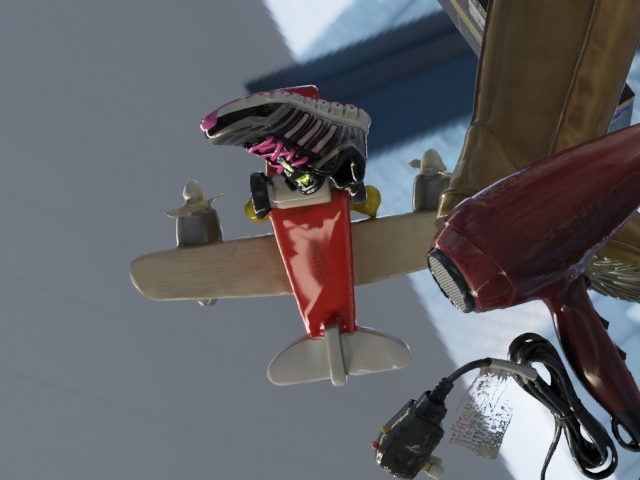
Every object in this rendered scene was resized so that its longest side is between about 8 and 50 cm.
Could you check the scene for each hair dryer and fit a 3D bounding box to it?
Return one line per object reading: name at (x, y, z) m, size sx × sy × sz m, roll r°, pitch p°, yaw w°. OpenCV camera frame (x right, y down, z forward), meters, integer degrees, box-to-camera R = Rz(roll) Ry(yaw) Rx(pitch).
hair dryer at (0.164, 0.046, 1.046) m, size 0.224 × 0.293 × 0.080 m, roll 17°, pitch -170°, yaw -31°

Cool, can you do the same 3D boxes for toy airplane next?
toy airplane at (0.000, 0.000, 2.003) m, size 0.386 × 0.384 × 0.272 m, roll 29°, pitch -152°, yaw -22°

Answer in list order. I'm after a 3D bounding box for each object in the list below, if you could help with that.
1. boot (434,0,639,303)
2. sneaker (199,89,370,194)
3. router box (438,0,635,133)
boot at (0.228, -0.105, 1.218) m, size 0.236 × 0.269 × 0.089 m, roll 21°, pitch 164°, yaw -9°
sneaker at (-0.022, -0.076, 1.256) m, size 0.170 × 0.063 × 0.074 m, roll 4°, pitch -108°, yaw -42°
router box at (0.227, -0.226, 1.697) m, size 0.308 × 0.081 × 0.243 m, roll 57°, pitch -179°, yaw 14°
